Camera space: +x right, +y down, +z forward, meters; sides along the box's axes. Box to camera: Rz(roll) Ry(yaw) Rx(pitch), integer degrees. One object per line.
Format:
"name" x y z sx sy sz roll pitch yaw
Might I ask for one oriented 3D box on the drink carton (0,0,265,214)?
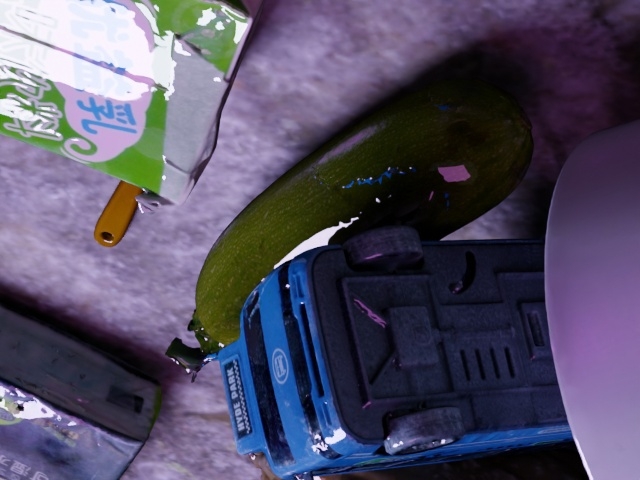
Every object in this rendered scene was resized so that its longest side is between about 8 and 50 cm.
"drink carton" -0.163 -0.138 0.949 0.271 0.108 0.161 21 142 -4

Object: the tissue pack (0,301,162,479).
"tissue pack" -0.228 0.138 1.339 0.173 0.073 0.235 27 141 -10

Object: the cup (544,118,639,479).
"cup" 0.304 0.021 0.859 0.372 0.253 0.253 -19 129 33

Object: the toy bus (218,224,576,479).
"toy bus" 0.072 0.064 1.018 0.246 0.113 0.134 -2 162 -36

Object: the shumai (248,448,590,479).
"shumai" 0.126 0.179 1.193 0.283 0.217 0.346 -20 -179 -13

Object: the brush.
"brush" -0.108 -0.041 1.123 0.043 0.014 0.170 25 142 -7

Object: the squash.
"squash" 0.000 -0.001 1.076 0.087 0.087 0.331 32 140 -18
